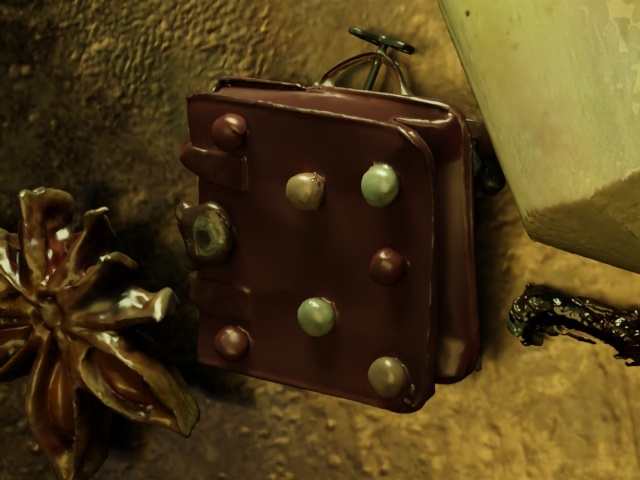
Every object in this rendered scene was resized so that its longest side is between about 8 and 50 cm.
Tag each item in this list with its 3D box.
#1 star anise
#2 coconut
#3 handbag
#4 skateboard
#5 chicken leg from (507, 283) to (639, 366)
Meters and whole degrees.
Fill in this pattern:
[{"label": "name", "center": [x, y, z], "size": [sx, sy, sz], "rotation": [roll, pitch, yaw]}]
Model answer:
[{"label": "star anise", "center": [-0.184, 0.070, 1.293], "size": [0.214, 0.099, 0.220], "rotation": [-15, 94, 35]}, {"label": "coconut", "center": [0.205, -0.088, 1.058], "size": [0.239, 0.239, 0.244], "rotation": [-25, 85, 20]}, {"label": "handbag", "center": [-0.001, 0.001, 1.188], "size": [0.216, 0.074, 0.203], "rotation": [10, 111, 31]}, {"label": "skateboard", "center": [0.062, -0.090, 1.206], "size": [0.151, 0.067, 0.080], "rotation": [21, 93, 21]}, {"label": "chicken leg", "center": [0.245, 0.046, 1.152], "size": [0.253, 0.051, 0.106], "rotation": [-15, 83, 22]}]
